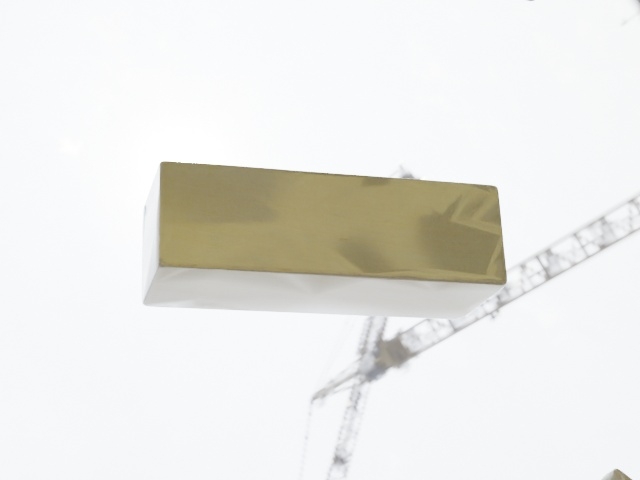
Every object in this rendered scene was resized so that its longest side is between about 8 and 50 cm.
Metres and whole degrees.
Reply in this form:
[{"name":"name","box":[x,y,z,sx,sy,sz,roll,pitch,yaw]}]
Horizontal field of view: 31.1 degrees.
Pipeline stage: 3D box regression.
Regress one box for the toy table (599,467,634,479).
[{"name":"toy table","box":[0.303,0.284,0.807,0.274,0.252,0.161,51,-163,-11]}]

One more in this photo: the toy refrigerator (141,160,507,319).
[{"name":"toy refrigerator","box":[0.000,0.000,0.908,0.270,0.102,0.094,3,-111,-15]}]
